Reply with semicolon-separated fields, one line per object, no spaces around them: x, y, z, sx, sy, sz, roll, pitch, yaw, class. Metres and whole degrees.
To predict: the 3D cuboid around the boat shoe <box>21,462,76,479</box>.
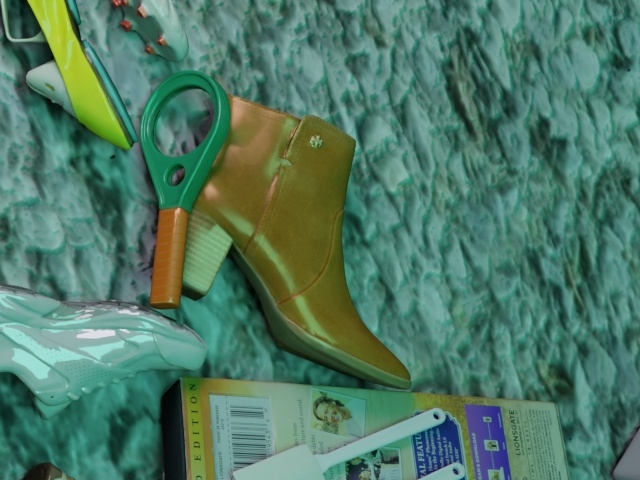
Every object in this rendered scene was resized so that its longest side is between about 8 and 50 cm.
-0.266;0.296;1.402;0.072;0.068;0.190;42;71;-30;boat shoe

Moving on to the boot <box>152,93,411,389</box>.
-0.001;0.000;1.520;0.295;0.104;0.211;29;76;-17;boot

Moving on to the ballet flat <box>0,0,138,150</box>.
-0.243;-0.180;1.443;0.077;0.077;0.231;-22;94;-3;ballet flat

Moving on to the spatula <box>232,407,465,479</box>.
0.051;0.253;1.467;0.242;0.019;0.168;-16;68;-34;spatula

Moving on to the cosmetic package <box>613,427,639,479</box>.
0.592;0.225;1.624;0.327;0.393;0.329;42;72;-17;cosmetic package

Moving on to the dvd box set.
0.060;0.292;1.498;0.420;0.062;0.307;6;62;-25;dvd box set

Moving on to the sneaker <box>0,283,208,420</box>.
-0.219;0.108;1.430;0.232;0.090;0.115;9;90;-15;sneaker

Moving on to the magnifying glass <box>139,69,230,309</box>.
-0.132;-0.049;1.457;0.026;0.092;0.231;36;54;-55;magnifying glass

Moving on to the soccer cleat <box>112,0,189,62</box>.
-0.172;-0.260;1.477;0.076;0.068;0.196;-38;100;-25;soccer cleat
